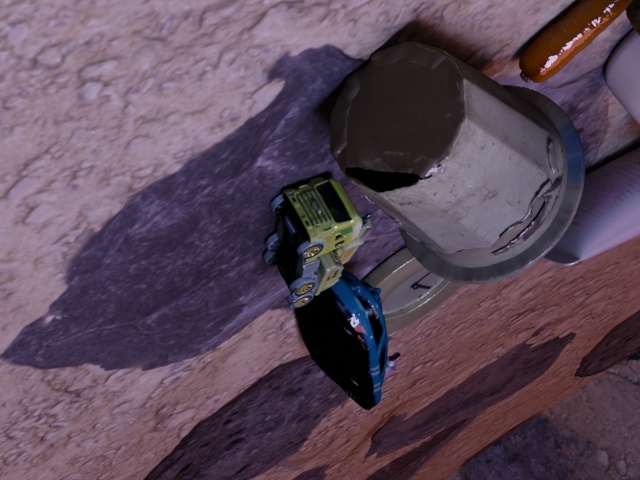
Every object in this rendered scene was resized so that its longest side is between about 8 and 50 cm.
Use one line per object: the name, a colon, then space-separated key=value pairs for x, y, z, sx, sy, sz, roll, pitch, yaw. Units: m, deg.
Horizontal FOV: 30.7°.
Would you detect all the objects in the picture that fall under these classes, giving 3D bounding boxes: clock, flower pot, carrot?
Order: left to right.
clock: x=0.129 y=0.059 z=1.627 sx=0.235 sy=0.029 sz=0.235 roll=-29 pitch=157 yaw=-14
flower pot: x=0.115 y=-0.078 z=1.109 sx=0.212 sy=0.212 sz=0.202 roll=-41 pitch=147 yaw=20
carrot: x=0.299 y=-0.249 z=1.185 sx=0.248 sy=0.043 sz=0.043 roll=-42 pitch=157 yaw=19

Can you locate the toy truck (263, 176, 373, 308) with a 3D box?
toy truck: x=0.000 y=0.000 z=1.256 sx=0.100 sy=0.077 sz=0.169 roll=-22 pitch=155 yaw=-19

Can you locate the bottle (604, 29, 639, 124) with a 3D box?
bottle: x=0.452 y=-0.148 z=1.342 sx=0.147 sy=0.236 sz=0.147 roll=-28 pitch=159 yaw=-12

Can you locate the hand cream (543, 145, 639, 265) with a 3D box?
hand cream: x=0.418 y=-0.052 z=1.637 sx=0.358 sy=0.185 sz=0.118 roll=-25 pitch=117 yaw=-24

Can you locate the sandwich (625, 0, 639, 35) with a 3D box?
sandwich: x=0.432 y=-0.252 z=1.112 sx=0.095 sy=0.249 sz=0.273 roll=30 pitch=121 yaw=-24

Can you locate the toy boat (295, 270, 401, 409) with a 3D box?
toy boat: x=0.045 y=0.105 z=1.471 sx=0.092 sy=0.134 sz=0.299 roll=-38 pitch=156 yaw=-15
